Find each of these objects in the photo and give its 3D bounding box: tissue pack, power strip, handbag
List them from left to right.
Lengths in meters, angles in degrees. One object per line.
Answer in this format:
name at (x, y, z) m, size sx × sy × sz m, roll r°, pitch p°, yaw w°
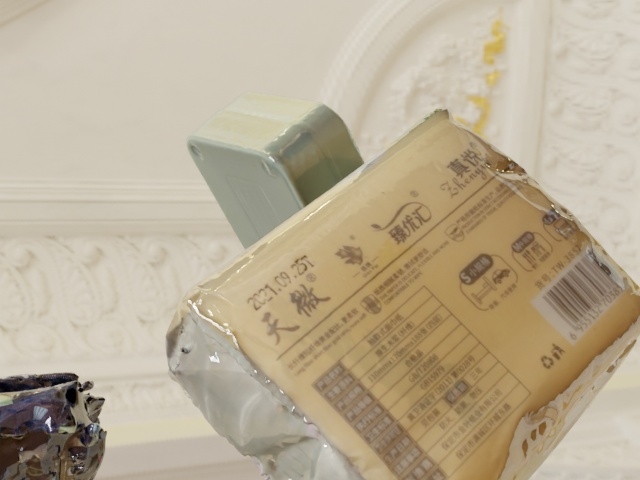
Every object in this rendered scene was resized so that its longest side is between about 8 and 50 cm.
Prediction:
handbag at (-0.286, 0.209, 1.124) m, size 0.162 × 0.260 × 0.113 m, roll -4°, pitch -124°, yaw -24°
power strip at (0.000, 0.000, 1.086) m, size 0.141 × 0.261 × 0.229 m, roll -42°, pitch -57°, yaw -23°
tissue pack at (0.051, 0.052, 0.644) m, size 0.186 × 0.090 × 0.222 m, roll 42°, pitch -124°, yaw 11°
